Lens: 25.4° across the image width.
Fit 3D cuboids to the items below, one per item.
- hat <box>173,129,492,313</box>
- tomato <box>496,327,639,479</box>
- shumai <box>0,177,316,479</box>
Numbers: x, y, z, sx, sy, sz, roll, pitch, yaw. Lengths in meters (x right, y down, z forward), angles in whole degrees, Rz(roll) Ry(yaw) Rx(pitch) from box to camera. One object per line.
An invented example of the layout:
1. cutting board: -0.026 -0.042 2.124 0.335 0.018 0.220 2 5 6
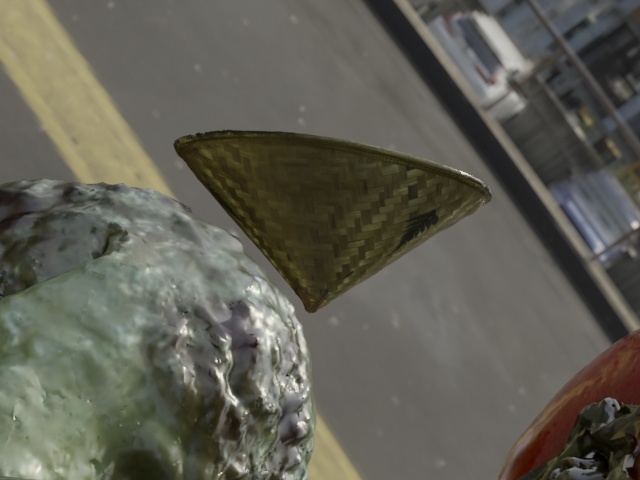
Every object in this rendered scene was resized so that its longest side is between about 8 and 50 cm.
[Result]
1. hat: 0.000 0.000 0.637 0.146 0.146 0.067 22 76 -60
2. tomato: 0.223 0.203 0.713 0.290 0.325 0.293 41 37 -13
3. shumai: -0.209 0.168 0.881 0.395 0.395 0.348 53 16 -3
